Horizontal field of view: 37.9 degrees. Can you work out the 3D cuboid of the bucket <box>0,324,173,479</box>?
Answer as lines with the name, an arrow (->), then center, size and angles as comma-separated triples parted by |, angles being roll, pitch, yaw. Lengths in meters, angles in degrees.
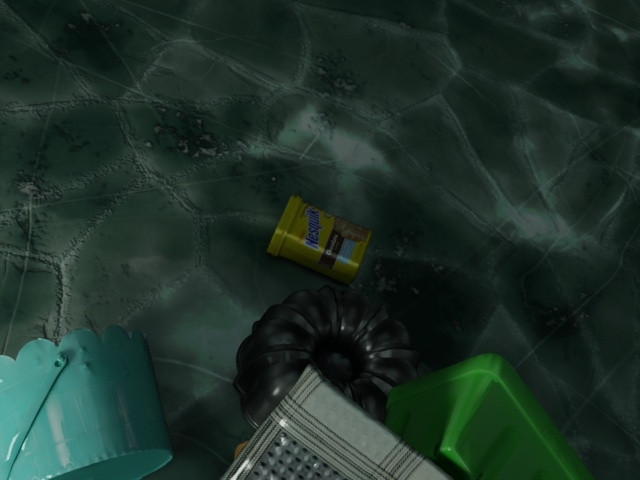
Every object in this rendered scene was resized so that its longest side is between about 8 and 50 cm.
bucket -> -0.351, 0.259, 1.333 | 0.281, 0.281, 0.183 | -11, 67, -24

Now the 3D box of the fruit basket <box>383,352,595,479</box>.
fruit basket -> 0.280, 0.336, 1.447 | 0.392, 0.283, 0.392 | 21, 55, -34

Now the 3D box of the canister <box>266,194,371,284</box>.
canister -> 0.000, 0.000, 1.755 | 0.170, 0.073, 0.126 | 23, 52, -2

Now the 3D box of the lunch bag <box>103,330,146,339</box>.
lunch bag -> -0.324, 0.190, 1.525 | 0.071, 0.053, 0.083 | 3, 80, -16

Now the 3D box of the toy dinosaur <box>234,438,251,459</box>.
toy dinosaur -> -0.108, 0.375, 1.451 | 0.211, 0.064, 0.112 | -9, 59, -23

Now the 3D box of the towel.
towel -> 0.018, 0.386, 1.262 | 0.324, 0.056, 0.312 | 38, 94, 7

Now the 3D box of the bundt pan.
bundt pan -> 0.024, 0.213, 1.575 | 0.331, 0.124, 0.331 | 8, 54, -11
